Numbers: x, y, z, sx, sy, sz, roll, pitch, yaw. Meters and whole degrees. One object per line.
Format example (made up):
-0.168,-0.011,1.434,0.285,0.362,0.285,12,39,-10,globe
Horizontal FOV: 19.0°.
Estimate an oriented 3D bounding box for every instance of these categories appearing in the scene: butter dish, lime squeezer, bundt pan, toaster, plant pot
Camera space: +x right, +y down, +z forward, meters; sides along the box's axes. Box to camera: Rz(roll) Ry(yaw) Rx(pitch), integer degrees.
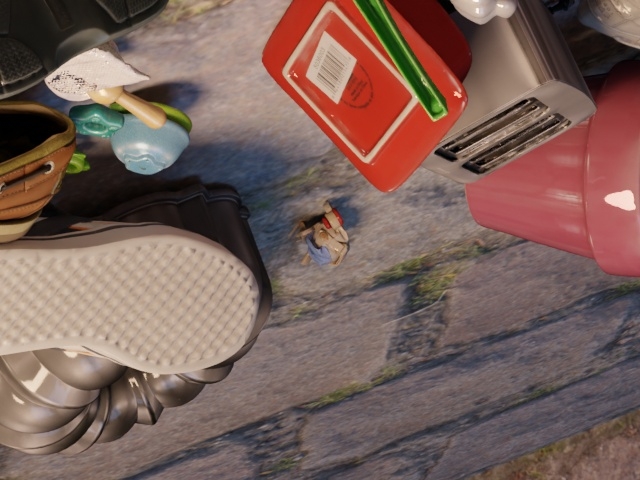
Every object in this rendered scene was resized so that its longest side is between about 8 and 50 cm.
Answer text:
0.057,-0.147,1.492,0.118,0.160,0.160,-39,172,-36,butter dish
-0.018,-0.206,1.297,0.059,0.110,0.310,-18,136,35,lime squeezer
-0.184,0.090,1.767,0.331,0.124,0.331,-28,162,-10,bundt pan
0.135,-0.134,1.610,0.186,0.110,0.168,-29,165,15,toaster
0.238,-0.070,1.768,0.180,0.201,0.201,5,173,26,plant pot

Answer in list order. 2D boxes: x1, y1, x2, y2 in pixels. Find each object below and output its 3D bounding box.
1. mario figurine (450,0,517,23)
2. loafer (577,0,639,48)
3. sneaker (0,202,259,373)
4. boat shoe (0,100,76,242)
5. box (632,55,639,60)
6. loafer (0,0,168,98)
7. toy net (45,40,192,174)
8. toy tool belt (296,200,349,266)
0.196,-0.236,1.334,0.320,0.170,0.198,-3,-173,-30,mario figurine
0.352,-0.208,1.702,0.319,0.112,0.111,8,149,-43,loafer
-0.201,0.033,1.555,0.321,0.127,0.126,8,100,-42,sneaker
-0.309,-0.058,1.343,0.307,0.110,0.104,-10,150,-49,boat shoe
0.350,-0.094,1.958,0.181,0.119,0.182,-6,154,-42,box
-0.210,-0.133,1.222,0.084,0.096,0.267,-23,-179,44,loafer
-0.172,-0.110,1.449,0.122,0.045,0.232,4,158,7,toy net
0.000,0.000,1.903,0.051,0.052,0.083,-31,160,-6,toy tool belt
